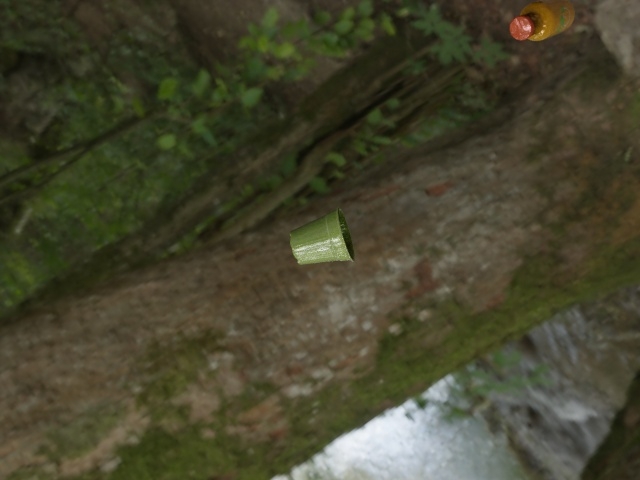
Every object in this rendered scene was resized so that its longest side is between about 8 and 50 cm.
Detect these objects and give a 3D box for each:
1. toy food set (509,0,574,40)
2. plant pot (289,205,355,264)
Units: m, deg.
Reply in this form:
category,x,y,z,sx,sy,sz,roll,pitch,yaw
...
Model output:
category,x,y,z,sx,sy,sz,roll,pitch,yaw
toy food set,0.236,-0.318,0.917,0.111,0.104,0.232,37,127,17
plant pot,0.000,0.000,1.336,0.083,0.079,0.083,-15,-90,-80
